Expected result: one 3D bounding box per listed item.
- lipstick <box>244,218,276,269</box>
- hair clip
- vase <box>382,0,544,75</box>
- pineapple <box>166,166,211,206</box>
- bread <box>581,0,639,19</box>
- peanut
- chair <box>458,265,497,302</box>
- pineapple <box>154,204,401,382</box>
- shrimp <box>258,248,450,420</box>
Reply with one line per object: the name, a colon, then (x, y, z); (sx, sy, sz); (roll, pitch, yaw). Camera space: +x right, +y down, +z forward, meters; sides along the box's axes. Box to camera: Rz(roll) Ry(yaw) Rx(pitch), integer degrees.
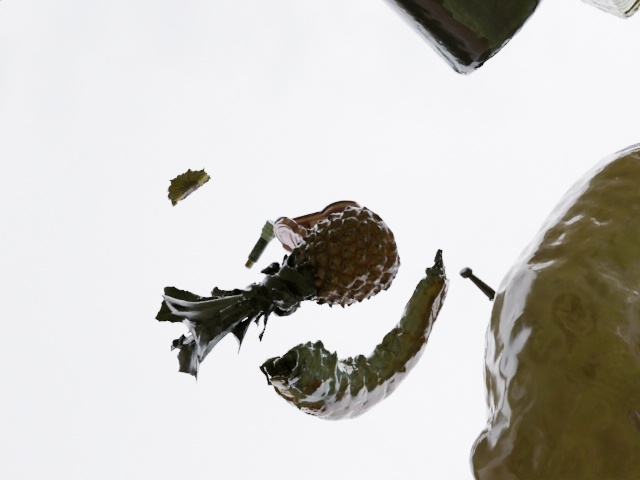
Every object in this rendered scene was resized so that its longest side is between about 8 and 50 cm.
lipstick: (-0.124, 0.013, 1.451); (0.037, 0.037, 0.116); (38, -78, 22)
hair clip: (-0.002, 0.008, 0.967); (0.138, 0.123, 0.102); (-12, -137, 20)
vase: (0.012, -0.168, 0.325); (0.211, 0.060, 0.060); (41, -65, -9)
pineapple: (-0.219, -0.090, 1.133); (0.083, 0.019, 0.045); (-40, -127, -20)
bread: (0.514, -0.529, 1.093); (0.155, 0.187, 0.338); (44, -67, 29)
peanut: (0.241, 0.063, 0.552); (0.192, 0.387, 0.169); (33, -33, 17)
chair: (0.552, 0.164, 1.263); (0.365, 0.362, 0.410); (-36, -71, 5)
pineapple: (-0.050, 0.052, 0.804); (0.130, 0.277, 0.119); (51, -23, 38)
shrimp: (0.069, 0.152, 0.927); (0.068, 0.287, 0.185); (45, -22, 44)
